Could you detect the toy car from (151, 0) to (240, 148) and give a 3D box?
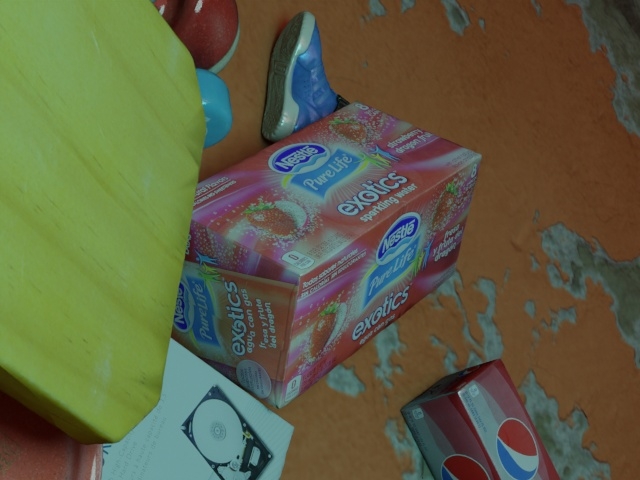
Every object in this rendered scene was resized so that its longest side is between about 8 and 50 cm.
[{"bbox_3d":[-0.181,-0.213,1.027,0.238,0.210,0.219,78,4,-61],"label":"toy car"}]

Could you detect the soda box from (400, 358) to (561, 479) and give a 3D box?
[{"bbox_3d":[0.190,0.262,1.330,0.092,0.083,0.263,-29,93,-48],"label":"soda box"}]

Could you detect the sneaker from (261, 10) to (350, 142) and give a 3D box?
[{"bbox_3d":[-0.007,-0.157,1.342,0.085,0.058,0.152,23,61,-30],"label":"sneaker"}]

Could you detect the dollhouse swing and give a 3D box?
[{"bbox_3d":[-0.264,-0.062,0.782,0.305,0.315,0.346,76,18,-62],"label":"dollhouse swing"}]

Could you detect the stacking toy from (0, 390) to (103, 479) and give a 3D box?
[{"bbox_3d":[-0.201,0.248,0.822,0.309,0.130,0.279,46,57,0],"label":"stacking toy"}]

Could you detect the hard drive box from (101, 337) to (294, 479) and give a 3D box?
[{"bbox_3d":[-0.152,0.173,1.028,0.232,0.089,0.181,38,49,-25],"label":"hard drive box"}]

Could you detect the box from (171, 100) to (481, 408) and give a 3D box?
[{"bbox_3d":[0.000,0.000,1.176,0.300,0.154,0.142,-32,140,-47],"label":"box"}]
